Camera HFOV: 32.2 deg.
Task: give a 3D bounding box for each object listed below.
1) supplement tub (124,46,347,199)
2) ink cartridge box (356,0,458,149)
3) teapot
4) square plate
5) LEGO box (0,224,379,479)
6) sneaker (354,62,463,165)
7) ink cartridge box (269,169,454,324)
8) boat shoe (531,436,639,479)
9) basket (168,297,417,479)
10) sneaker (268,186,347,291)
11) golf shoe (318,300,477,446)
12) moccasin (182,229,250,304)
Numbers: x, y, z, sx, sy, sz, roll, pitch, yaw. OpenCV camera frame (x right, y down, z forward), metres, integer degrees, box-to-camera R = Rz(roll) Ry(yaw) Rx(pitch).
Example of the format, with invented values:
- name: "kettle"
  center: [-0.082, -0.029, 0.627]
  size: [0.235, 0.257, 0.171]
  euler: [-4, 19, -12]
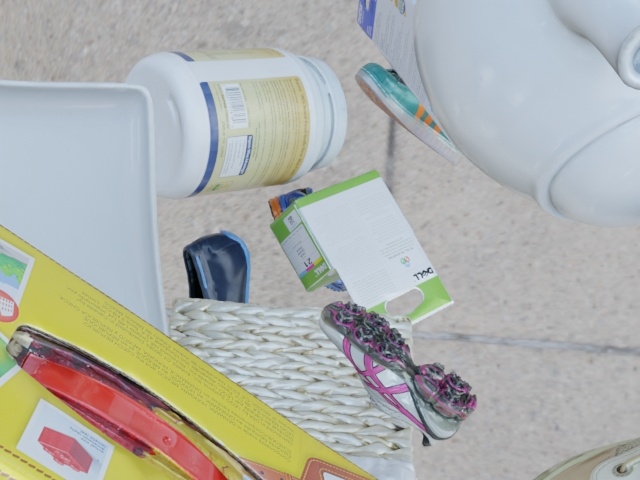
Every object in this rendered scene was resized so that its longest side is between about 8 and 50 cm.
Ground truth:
- name: "supplement tub"
  center: [-0.136, -0.193, 1.783]
  size: [0.316, 0.228, 0.229]
  euler: [-10, 89, -38]
- name: "ink cartridge box"
  center: [0.167, -0.318, 1.783]
  size: [0.065, 0.186, 0.311]
  euler: [-28, 64, -18]
- name: "teapot"
  center: [0.184, -0.089, 0.647]
  size: [0.255, 0.252, 0.187]
  euler: [-3, 65, -28]
- name: "square plate"
  center: [-0.333, -0.021, 1.220]
  size: [0.343, 0.049, 0.347]
  euler: [5, 118, 9]
- name: "LEGO box"
  center: [-0.210, 0.230, 0.702]
  size: [0.500, 0.193, 0.372]
  euler: [36, 113, -13]
- name: "sneaker"
  center: [0.186, -0.257, 2.022]
  size: [0.302, 0.108, 0.121]
  euler: [33, 97, -41]
- name: "ink cartridge box"
  center: [0.066, 0.037, 1.779]
  size: [0.188, 0.097, 0.255]
  euler: [-22, 79, -38]
- name: "boat shoe"
  center: [0.242, 0.189, 0.758]
  size: [0.341, 0.110, 0.122]
  euler: [-30, 91, -14]
- name: "basket"
  center: [-0.040, 0.268, 1.376]
  size: [0.331, 0.328, 0.267]
  euler: [4, 49, 6]
- name: "sneaker"
  center: [0.000, 0.000, 1.927]
  size: [0.087, 0.083, 0.221]
  euler: [-32, 117, 10]
- name: "golf shoe"
  center: [0.066, 0.140, 1.145]
  size: [0.186, 0.086, 0.067]
  euler: [39, 30, 7]
- name: "moccasin"
  center: [-0.194, 0.152, 1.858]
  size: [0.116, 0.137, 0.342]
  euler: [-9, 104, -35]
